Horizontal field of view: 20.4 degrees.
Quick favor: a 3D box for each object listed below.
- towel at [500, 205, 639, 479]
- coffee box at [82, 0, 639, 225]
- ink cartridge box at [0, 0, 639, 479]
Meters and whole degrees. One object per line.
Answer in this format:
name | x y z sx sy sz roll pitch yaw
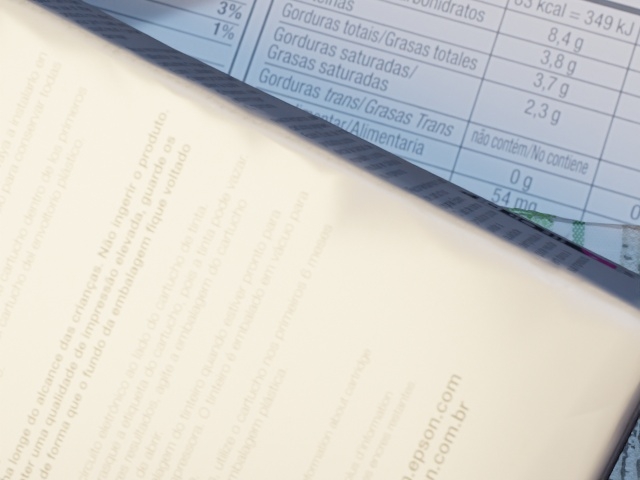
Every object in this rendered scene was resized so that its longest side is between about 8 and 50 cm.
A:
towel | 0.077 0.047 0.598 0.152 0.023 0.113 7 80 4
coffee box | 0.000 0.000 0.799 0.338 0.337 0.334 16 79 10
ink cartridge box | -0.101 0.091 0.578 0.330 0.071 0.324 28 102 13
